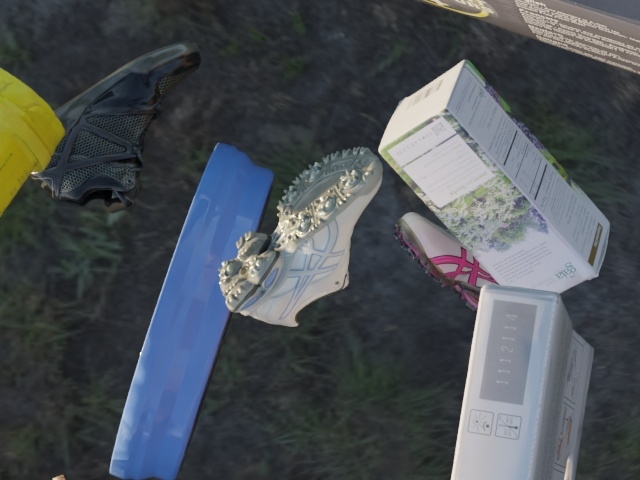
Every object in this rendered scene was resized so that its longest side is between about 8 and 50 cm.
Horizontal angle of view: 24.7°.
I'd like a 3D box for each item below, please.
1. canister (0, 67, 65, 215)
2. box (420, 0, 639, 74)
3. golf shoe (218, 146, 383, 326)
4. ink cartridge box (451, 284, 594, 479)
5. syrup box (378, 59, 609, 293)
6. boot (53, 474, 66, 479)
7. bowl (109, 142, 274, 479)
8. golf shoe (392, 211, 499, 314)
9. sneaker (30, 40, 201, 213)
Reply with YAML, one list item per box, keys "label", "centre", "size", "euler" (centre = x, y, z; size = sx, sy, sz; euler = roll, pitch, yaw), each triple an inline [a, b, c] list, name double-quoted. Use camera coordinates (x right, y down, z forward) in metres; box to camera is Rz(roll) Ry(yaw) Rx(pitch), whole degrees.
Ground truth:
- label: "canister"
  centre: [-0.227, -0.018, 0.732]
  size: [0.126, 0.073, 0.170]
  euler: [25, 72, 21]
- label: "box"
  centre: [0.163, -0.225, 0.585]
  size: [0.395, 0.097, 0.318]
  euler: [23, 90, 19]
- label: "golf shoe"
  centre: [0.000, 0.000, 1.166]
  size: [0.176, 0.086, 0.069]
  euler: [-44, 34, 24]
- label: "ink cartridge box"
  centre: [0.156, 0.205, 1.176]
  size: [0.066, 0.261, 0.296]
  euler: [7, 79, 17]
- label: "syrup box"
  centre: [0.176, -0.052, 1.454]
  size: [0.093, 0.096, 0.237]
  euler: [-31, 112, 37]
- label: "boot"
  centre: [-0.192, 0.225, 0.974]
  size: [0.085, 0.059, 0.158]
  euler: [-14, 41, 1]
- label: "bowl"
  centre: [-0.138, 0.085, 1.640]
  size: [0.077, 0.391, 0.391]
  euler: [18, 93, -2]
- label: "golf shoe"
  centre: [0.150, 0.013, 1.528]
  size: [0.086, 0.186, 0.067]
  euler: [-49, 38, 7]
- label: "sneaker"
  centre: [-0.202, -0.115, 1.569]
  size: [0.227, 0.087, 0.130]
  euler: [-38, 90, -15]
